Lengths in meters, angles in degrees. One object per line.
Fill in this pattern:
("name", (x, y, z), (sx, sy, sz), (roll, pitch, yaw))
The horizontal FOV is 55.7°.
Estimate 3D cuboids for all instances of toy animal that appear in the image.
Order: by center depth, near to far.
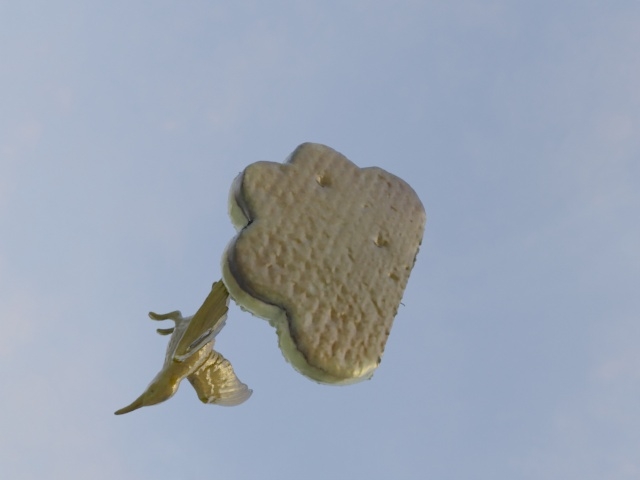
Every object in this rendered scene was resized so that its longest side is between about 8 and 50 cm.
("toy animal", (-0.146, 0.117, 0.629), (0.155, 0.219, 0.095), (-24, -128, -9))

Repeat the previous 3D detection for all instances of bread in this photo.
("bread", (0.000, 0.000, 0.594), (0.207, 0.286, 0.056), (36, -48, -3))
